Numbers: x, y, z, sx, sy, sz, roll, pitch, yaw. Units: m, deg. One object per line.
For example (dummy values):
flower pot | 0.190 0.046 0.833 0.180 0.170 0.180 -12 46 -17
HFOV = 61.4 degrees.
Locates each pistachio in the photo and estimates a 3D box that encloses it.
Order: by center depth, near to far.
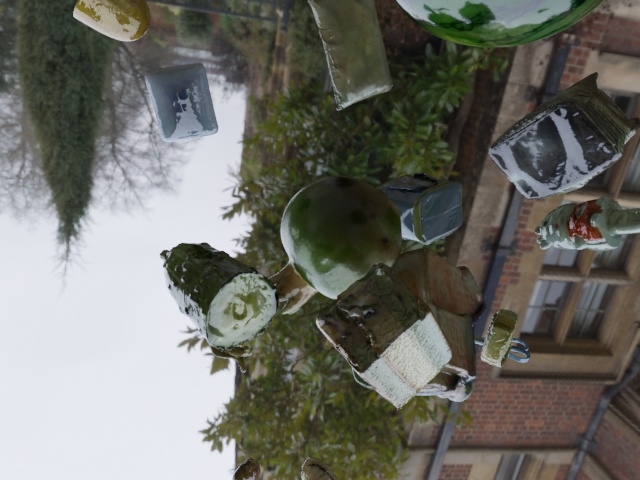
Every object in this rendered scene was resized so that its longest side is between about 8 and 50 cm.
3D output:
pistachio | -0.174 0.571 1.283 0.049 0.172 0.089 38 -109 19

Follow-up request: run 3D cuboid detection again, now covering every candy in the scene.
candy | -0.322 -0.322 1.262 0.138 0.174 0.071 -11 -145 -6

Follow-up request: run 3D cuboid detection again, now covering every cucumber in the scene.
cucumber | -0.188 0.066 0.869 0.134 0.134 0.245 -12 -150 -43

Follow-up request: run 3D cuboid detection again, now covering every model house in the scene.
model house | 0.246 0.207 1.245 0.245 0.311 0.280 -18 150 37

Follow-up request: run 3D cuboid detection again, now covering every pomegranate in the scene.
pomegranate | 0.000 0.000 1.199 0.216 0.359 0.309 47 -175 -28

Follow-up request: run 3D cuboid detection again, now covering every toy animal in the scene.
toy animal | -0.215 0.209 1.252 0.137 0.073 0.181 4 -119 9

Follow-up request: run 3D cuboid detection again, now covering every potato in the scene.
potato | -0.513 -0.595 1.385 0.158 0.178 0.203 36 -161 -26

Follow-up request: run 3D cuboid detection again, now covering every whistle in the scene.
whistle | 0.530 -0.030 1.052 0.106 0.101 0.253 7 174 -34

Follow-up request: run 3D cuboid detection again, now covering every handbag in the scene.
handbag | 0.661 -0.279 1.451 0.247 0.341 0.240 48 -123 -3
handbag | 0.343 -0.118 1.905 0.263 0.222 0.241 -27 -152 -32

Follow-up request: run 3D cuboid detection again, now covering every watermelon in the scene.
watermelon | 0.249 -0.433 0.732 0.364 0.362 0.363 8 -158 -3

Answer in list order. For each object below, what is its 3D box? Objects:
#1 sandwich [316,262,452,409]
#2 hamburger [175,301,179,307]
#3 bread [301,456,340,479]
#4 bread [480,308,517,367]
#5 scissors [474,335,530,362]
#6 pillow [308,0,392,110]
sandwich | 0.117 0.167 0.887 0.227 0.155 0.198 49 178 4
hamburger | -0.310 0.181 1.518 0.185 0.177 0.113 42 -126 -9
bread | 0.033 0.568 1.192 0.073 0.214 0.053 -41 -167 -33
bread | 0.460 0.247 1.385 0.064 0.156 0.117 17 -151 25
scissors | 0.621 0.371 1.943 0.256 0.030 0.125 13 -153 10
pillow | 0.084 -0.516 1.414 0.185 0.302 0.075 -24 -154 -17
